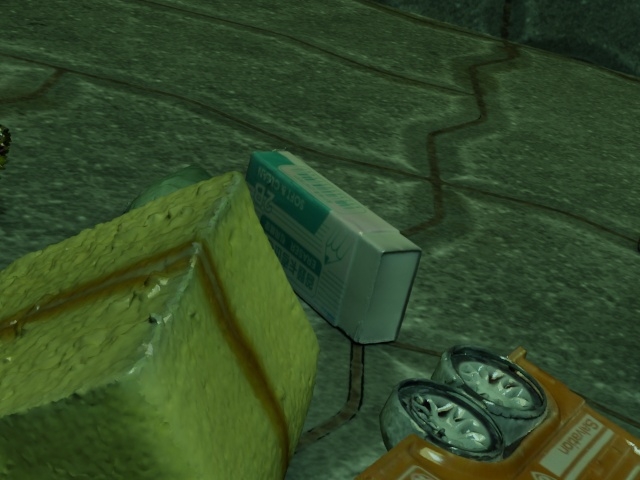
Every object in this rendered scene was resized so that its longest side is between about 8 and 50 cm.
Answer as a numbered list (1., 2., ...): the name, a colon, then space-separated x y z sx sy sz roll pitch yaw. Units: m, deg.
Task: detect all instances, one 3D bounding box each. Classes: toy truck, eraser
1. toy truck: 0.069 0.201 0.633 0.207 0.173 0.387 32 23 18
2. eraser: 0.000 0.000 1.186 0.052 0.095 0.225 -2 27 -36

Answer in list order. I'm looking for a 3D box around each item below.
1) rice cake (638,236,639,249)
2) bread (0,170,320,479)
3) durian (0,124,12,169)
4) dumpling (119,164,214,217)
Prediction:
1. rice cake: 0.489 0.058 1.394 0.064 0.070 0.399 -4 27 -31
2. bread: -0.143 0.109 0.814 0.236 0.198 0.263 -14 25 18
3. durian: -0.369 -0.080 1.189 0.187 0.119 0.108 29 -15 7
4. dumpling: -0.133 -0.010 1.111 0.149 0.104 0.216 10 22 -13
